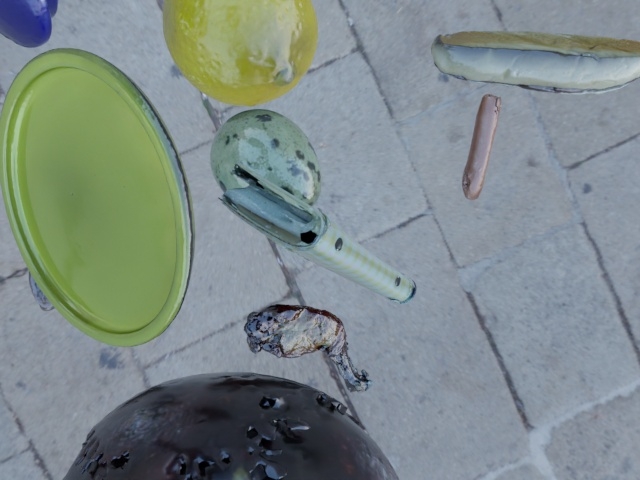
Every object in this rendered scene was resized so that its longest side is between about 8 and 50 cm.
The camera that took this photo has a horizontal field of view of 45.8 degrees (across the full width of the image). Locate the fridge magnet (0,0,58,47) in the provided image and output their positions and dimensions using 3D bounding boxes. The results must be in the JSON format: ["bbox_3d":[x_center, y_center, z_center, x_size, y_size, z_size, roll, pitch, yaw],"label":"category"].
[{"bbox_3d":[-0.566,-0.466,1.339,0.113,0.265,0.265,-44,98,-29],"label":"fridge magnet"}]

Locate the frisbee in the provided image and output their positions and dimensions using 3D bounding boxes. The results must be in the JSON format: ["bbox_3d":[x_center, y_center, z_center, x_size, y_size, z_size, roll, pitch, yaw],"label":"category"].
[{"bbox_3d":[-0.179,-0.029,0.590,0.236,0.017,0.235,14,114,34],"label":"frisbee"}]

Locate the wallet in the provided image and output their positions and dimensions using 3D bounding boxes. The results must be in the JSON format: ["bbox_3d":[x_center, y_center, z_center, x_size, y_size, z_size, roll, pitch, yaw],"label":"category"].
[{"bbox_3d":[0.000,0.000,1.177,0.223,0.309,0.077,27,86,35],"label":"wallet"}]

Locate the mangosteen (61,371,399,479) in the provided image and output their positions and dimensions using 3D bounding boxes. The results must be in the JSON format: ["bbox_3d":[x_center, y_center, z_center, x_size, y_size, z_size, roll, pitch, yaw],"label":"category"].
[{"bbox_3d":[-0.107,0.321,0.714,0.381,0.421,0.380,11,112,28],"label":"mangosteen"}]

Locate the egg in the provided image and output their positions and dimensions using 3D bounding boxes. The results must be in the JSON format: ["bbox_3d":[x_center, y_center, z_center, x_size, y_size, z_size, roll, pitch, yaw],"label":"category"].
[{"bbox_3d":[-0.091,-0.130,1.332,0.177,0.177,0.228,-47,66,-1],"label":"egg"}]

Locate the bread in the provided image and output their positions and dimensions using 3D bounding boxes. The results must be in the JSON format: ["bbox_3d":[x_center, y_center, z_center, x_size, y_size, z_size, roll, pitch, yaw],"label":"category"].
[{"bbox_3d":[0.215,-0.172,0.742,0.215,0.073,0.053,5,121,3],"label":"bread"}]

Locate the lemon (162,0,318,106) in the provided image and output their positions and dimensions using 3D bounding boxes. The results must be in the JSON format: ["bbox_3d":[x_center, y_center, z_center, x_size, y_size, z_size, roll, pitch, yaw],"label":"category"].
[{"bbox_3d":[-0.164,-0.435,1.527,0.336,0.336,0.335,0,95,-6],"label":"lemon"}]

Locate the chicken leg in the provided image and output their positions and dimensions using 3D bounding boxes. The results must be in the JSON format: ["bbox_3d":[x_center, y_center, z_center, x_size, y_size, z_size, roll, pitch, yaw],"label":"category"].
[{"bbox_3d":[-0.006,0.158,1.157,0.253,0.051,0.105,31,85,-31],"label":"chicken leg"}]

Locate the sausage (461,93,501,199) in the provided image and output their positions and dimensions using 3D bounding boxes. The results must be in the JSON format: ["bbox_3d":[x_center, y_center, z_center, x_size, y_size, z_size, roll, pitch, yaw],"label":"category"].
[{"bbox_3d":[0.276,-0.159,1.309,0.043,0.043,0.186,7,107,-6],"label":"sausage"}]

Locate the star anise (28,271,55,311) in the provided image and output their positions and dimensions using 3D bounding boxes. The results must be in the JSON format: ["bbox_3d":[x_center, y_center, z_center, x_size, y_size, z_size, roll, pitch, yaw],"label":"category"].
[{"bbox_3d":[-0.466,-0.004,1.456,0.108,0.315,0.315,19,93,11],"label":"star anise"}]
